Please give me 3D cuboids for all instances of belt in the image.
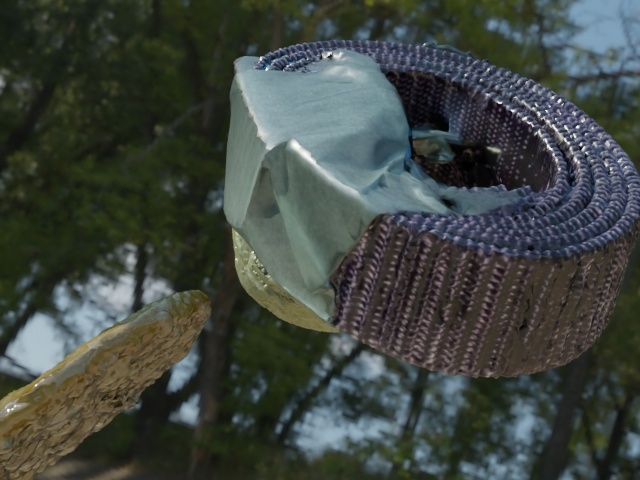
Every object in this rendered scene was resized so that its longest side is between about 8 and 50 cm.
[{"bbox_3d":[0.070,-0.033,0.854,0.260,0.122,0.325,4,30,-15],"label":"belt"}]

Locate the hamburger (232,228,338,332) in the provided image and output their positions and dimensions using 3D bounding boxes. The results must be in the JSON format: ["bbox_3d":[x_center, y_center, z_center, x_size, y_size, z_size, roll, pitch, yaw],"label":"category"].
[{"bbox_3d":[0.000,0.000,0.955,0.133,0.140,0.062,10,-35,-13],"label":"hamburger"}]

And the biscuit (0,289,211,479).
[{"bbox_3d":[-0.147,0.099,0.701,0.033,0.220,0.220,50,-13,7],"label":"biscuit"}]
